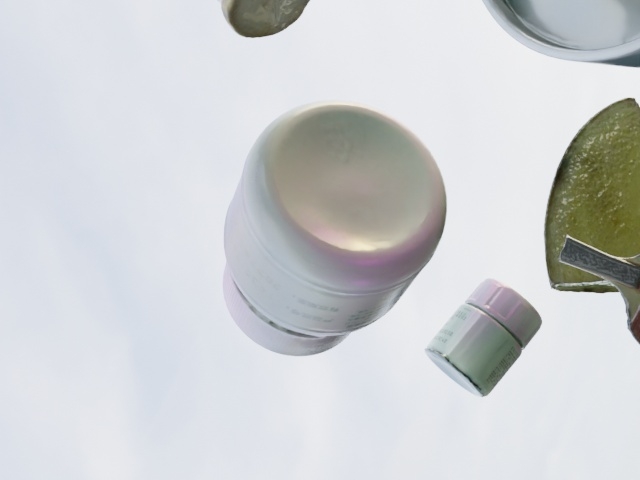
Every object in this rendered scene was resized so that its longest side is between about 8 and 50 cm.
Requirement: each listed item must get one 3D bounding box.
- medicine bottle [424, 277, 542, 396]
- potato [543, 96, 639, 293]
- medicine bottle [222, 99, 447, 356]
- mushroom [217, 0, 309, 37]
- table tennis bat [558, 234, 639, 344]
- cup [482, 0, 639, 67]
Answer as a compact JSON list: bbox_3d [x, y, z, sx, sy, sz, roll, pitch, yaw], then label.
[{"bbox_3d":[0.275,0.162,1.659,0.168,0.135,0.135,-49,-39,-8],"label":"medicine bottle"},{"bbox_3d":[0.443,-0.064,1.371,0.112,0.269,0.255,35,-129,-69],"label":"potato"},{"bbox_3d":[0.000,0.000,1.214,0.241,0.241,0.302,-46,-8,-30],"label":"medicine bottle"},{"bbox_3d":[-0.162,-0.393,1.043,0.356,0.315,0.315,-94,-8,-51],"label":"mushroom"},{"bbox_3d":[0.336,0.050,0.949,0.130,0.220,0.019,-68,-13,6],"label":"table tennis bat"},{"bbox_3d":[0.331,-0.235,0.871,0.274,0.259,0.357,-7,-107,-44],"label":"cup"}]
